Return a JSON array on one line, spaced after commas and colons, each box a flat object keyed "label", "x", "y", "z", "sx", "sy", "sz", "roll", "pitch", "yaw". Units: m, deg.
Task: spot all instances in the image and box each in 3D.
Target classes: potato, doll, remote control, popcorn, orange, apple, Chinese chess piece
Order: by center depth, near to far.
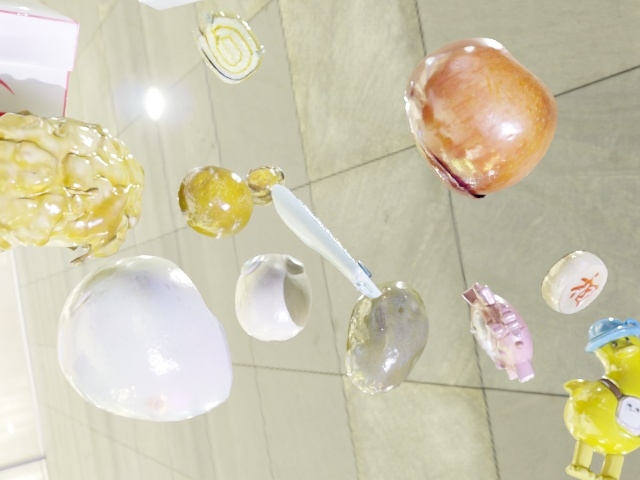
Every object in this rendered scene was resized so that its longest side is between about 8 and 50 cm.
[{"label": "orange", "x": -0.122, "y": -0.043, "z": 0.799, "sx": 0.085, "sy": 0.085, "sz": 0.095, "roll": 58, "pitch": 179, "yaw": 32}, {"label": "popcorn", "x": -0.341, "y": -0.066, "z": 0.852, "sx": 0.250, "sy": 0.250, "sz": 0.189, "roll": 3, "pitch": 75, "yaw": 57}, {"label": "apple", "x": 0.254, "y": -0.201, "z": 1.086, "sx": 0.206, "sy": 0.272, "sz": 0.251, "roll": -34, "pitch": 72, "yaw": 24}, {"label": "Chinese chess piece", "x": 0.460, "y": 0.076, "z": 1.238, "sx": 0.051, "sy": 0.122, "sz": 0.122, "roll": 53, "pitch": 138, "yaw": 44}, {"label": "remote control", "x": 0.001, "y": -0.001, "z": 1.248, "sx": 0.293, "sy": 0.051, "sz": 0.103, "roll": 45, "pitch": 177, "yaw": 40}, {"label": "potato", "x": 0.126, "y": 0.187, "z": 1.321, "sx": 0.160, "sy": 0.235, "sz": 0.178, "roll": -16, "pitch": 126, "yaw": 44}, {"label": "doll", "x": 0.353, "y": 0.177, "z": 1.333, "sx": 0.211, "sy": 0.093, "sz": 0.262, "roll": 62, "pitch": 178, "yaw": 15}, {"label": "doll", "x": 0.592, "y": 0.316, "z": 1.371, "sx": 0.200, "sy": 0.362, "sz": 0.145, "roll": 21, "pitch": 153, "yaw": 11}]

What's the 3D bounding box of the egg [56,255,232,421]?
[{"label": "egg", "x": -0.243, "y": 0.117, "z": 0.947, "sx": 0.271, "sy": 0.206, "sz": 0.161, "roll": 34, "pitch": 126, "yaw": 16}]

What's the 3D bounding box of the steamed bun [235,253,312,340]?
[{"label": "steamed bun", "x": -0.107, "y": 0.114, "z": 1.558, "sx": 0.228, "sy": 0.177, "sz": 0.130, "roll": -91, "pitch": 1, "yaw": -49}]

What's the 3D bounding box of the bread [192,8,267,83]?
[{"label": "bread", "x": -0.187, "y": -0.400, "z": 1.396, "sx": 0.118, "sy": 0.156, "sz": 0.064, "roll": -25, "pitch": 32, "yaw": 19}]

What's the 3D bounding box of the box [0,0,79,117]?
[{"label": "box", "x": -0.606, "y": -0.258, "z": 1.103, "sx": 0.314, "sy": 0.312, "sz": 0.299, "roll": 34, "pitch": 117, "yaw": 43}]

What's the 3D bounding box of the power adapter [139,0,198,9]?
[{"label": "power adapter", "x": -0.166, "y": -0.473, "z": 1.035, "sx": 0.255, "sy": 0.124, "sz": 0.186, "roll": -6, "pitch": 93, "yaw": 18}]

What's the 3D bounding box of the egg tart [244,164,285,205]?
[{"label": "egg tart", "x": -0.160, "y": -0.156, "z": 1.854, "sx": 0.130, "sy": 0.130, "sz": 0.052, "roll": 61, "pitch": -174, "yaw": 30}]
